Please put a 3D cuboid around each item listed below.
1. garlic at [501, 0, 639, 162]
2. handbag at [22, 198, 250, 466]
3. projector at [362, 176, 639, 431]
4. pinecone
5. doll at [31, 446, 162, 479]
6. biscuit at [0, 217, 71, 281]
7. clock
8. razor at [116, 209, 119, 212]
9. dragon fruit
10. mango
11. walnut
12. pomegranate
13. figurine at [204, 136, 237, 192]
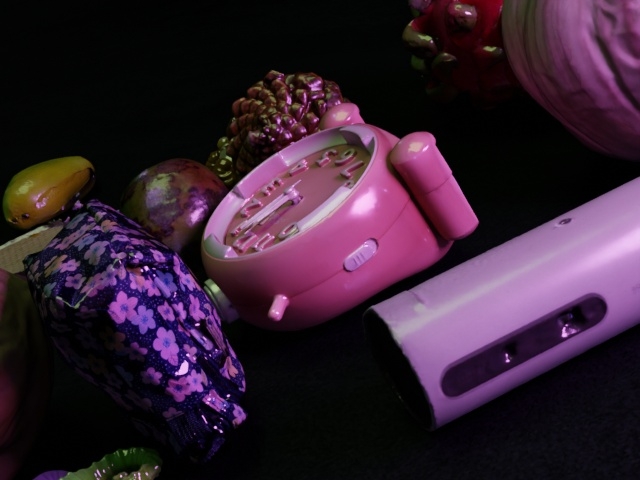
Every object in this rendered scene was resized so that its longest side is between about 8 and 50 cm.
[{"bbox_3d":[0.336,-0.187,1.248,0.318,0.259,0.317,-13,-14,-3],"label":"garlic"},{"bbox_3d":[-0.148,0.079,1.118,0.127,0.207,0.229,-40,22,-9],"label":"handbag"},{"bbox_3d":[0.204,0.029,1.047,0.338,0.108,0.108,-26,23,-11],"label":"projector"},{"bbox_3d":[-0.024,-0.112,1.515,0.174,0.173,0.173,-18,23,8],"label":"pinecone"},{"bbox_3d":[-0.205,0.217,1.054,0.115,0.050,0.190,-2,27,46],"label":"doll"},{"bbox_3d":[-0.310,0.035,1.553,0.147,0.046,0.250,-27,24,-10],"label":"biscuit"},{"bbox_3d":[0.000,0.000,1.272,0.241,0.142,0.227,-36,25,-11],"label":"clock"},{"bbox_3d":[-0.214,-0.019,1.599,0.040,0.068,0.135,-15,11,8],"label":"razor"},{"bbox_3d":[0.203,-0.238,1.568,0.218,0.272,0.198,-20,67,-11],"label":"dragon fruit"},{"bbox_3d":[-0.369,-0.073,1.811,0.091,0.074,0.165,-8,26,33],"label":"mango"},{"bbox_3d":[-0.354,0.123,1.158,0.273,0.273,0.227,-26,59,-12],"label":"walnut"},{"bbox_3d":[-0.168,-0.016,1.406,0.169,0.148,0.148,2,23,-4],"label":"pomegranate"},{"bbox_3d":[-0.081,-0.094,1.624,0.101,0.068,0.143,17,36,15],"label":"figurine"}]
